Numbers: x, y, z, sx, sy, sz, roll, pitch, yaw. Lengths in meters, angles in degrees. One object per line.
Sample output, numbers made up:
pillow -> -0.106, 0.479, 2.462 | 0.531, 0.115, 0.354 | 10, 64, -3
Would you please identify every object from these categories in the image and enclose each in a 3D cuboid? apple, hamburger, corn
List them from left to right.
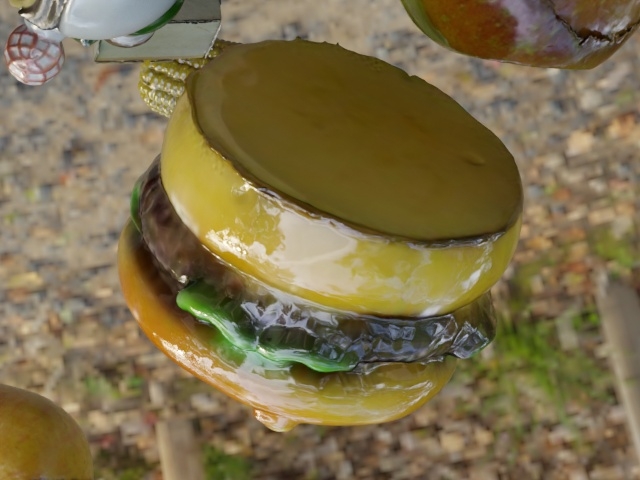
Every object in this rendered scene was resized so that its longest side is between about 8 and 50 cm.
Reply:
apple -> -0.411, 0.312, 2.039 | 0.286, 0.286, 0.233 | -12, 174, 1
corn -> -0.088, -0.213, 2.348 | 0.345, 0.131, 0.131 | 10, 161, 14
hamburger -> 0.000, 0.000, 1.677 | 0.396, 0.395, 0.277 | 3, 127, -31
apple -> 0.194, -0.349, 1.811 | 0.374, 0.384, 0.374 | 25, 150, 16

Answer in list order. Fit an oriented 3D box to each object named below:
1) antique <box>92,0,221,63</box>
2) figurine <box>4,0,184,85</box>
antique -> -0.205, -0.300, 2.022 | 0.147, 0.151, 0.148 | -2, 164, -17
figurine -> -0.191, -0.259, 1.529 | 0.167, 0.281, 0.370 | 23, 175, 1
